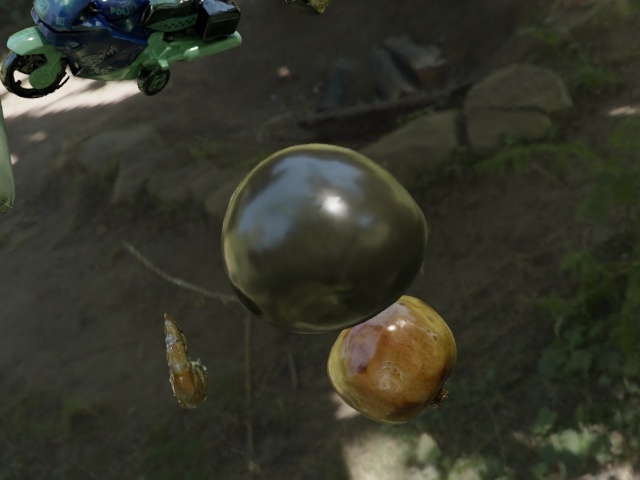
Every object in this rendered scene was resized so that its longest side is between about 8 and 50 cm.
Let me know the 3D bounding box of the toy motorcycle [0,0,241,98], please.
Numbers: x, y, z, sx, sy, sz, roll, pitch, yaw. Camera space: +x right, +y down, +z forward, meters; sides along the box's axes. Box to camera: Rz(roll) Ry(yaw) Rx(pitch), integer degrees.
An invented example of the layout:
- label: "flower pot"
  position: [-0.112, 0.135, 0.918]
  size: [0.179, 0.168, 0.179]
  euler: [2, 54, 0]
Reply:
- label: "toy motorcycle"
  position: [-0.263, -0.286, 1.493]
  size: [0.331, 0.196, 0.125]
  euler: [-20, 62, -30]

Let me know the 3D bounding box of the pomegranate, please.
- label: "pomegranate"
  position: [0.124, 0.205, 1.872]
  size: [0.215, 0.215, 0.215]
  euler: [-19, 27, 10]

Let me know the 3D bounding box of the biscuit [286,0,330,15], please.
- label: "biscuit"
  position: [0.006, -0.389, 1.493]
  size: [0.052, 0.056, 0.188]
  euler: [9, 74, 38]

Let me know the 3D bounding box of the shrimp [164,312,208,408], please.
- label: "shrimp"
  position: [-0.194, 0.166, 1.562]
  size: [0.053, 0.133, 0.236]
  euler: [-27, -2, -4]

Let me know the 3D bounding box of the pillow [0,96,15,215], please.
- label: "pillow"
  position: [-0.604, -0.204, 1.813]
  size: [0.120, 0.255, 0.322]
  euler: [-31, 56, 21]

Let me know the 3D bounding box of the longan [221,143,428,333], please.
- label: "longan"
  position: [0.000, 0.000, 1.419]
  size: [0.258, 0.258, 0.258]
  euler: [-19, 27, 10]
